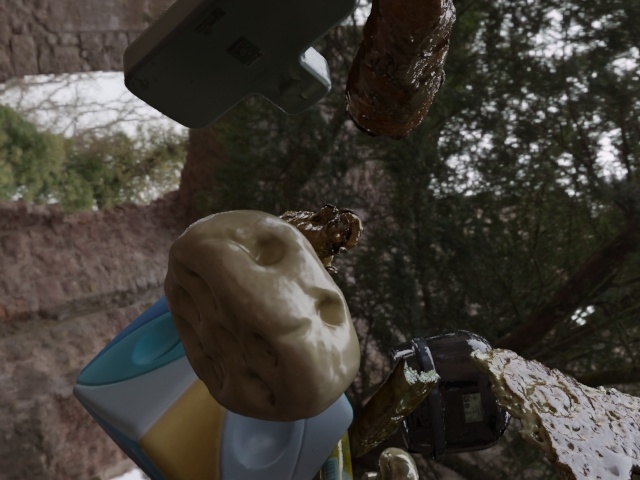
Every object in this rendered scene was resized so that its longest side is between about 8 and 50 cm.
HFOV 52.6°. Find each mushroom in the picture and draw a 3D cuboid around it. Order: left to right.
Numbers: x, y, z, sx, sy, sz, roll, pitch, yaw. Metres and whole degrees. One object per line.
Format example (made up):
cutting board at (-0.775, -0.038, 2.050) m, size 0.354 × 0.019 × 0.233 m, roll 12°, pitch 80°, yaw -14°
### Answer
mushroom at (0.150, 0.532, 1.419) m, size 0.154 × 0.123 × 0.154 m, roll -175°, pitch -90°, yaw -87°

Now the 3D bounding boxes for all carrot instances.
carrot at (0.072, -0.180, 0.575) m, size 0.263 × 0.102 × 0.101 m, roll 92°, pitch -24°, yaw -76°

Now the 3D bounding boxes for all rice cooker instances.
rice cooker at (0.265, 0.313, 1.339) m, size 0.267 × 0.225 × 0.267 m, roll -7°, pitch 90°, yaw -90°

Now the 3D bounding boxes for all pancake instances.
pancake at (0.125, 0.281, 1.111) m, size 0.054 × 0.197 × 0.376 m, roll 49°, pitch -26°, yaw 22°
pancake at (0.243, 0.175, 0.586) m, size 0.244 × 0.266 × 0.057 m, roll 36°, pitch -57°, yaw 21°

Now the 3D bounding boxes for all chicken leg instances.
chicken leg at (-0.003, 0.001, 0.759) m, size 0.207 × 0.101 × 0.085 m, roll -11°, pitch -113°, yaw 63°

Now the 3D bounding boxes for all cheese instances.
cheese at (-0.063, 0.071, 0.638) m, size 0.235 × 0.117 × 0.217 m, roll 22°, pitch -48°, yaw 38°

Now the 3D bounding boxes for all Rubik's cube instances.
Rubik's cube at (-0.197, 0.302, 1.215) m, size 0.352 × 0.347 × 0.352 m, roll 7°, pitch -45°, yaw 54°

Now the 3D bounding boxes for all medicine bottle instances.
medicine bottle at (0.026, 0.407, 1.265) m, size 0.218 × 0.074 × 0.073 m, roll -95°, pitch -168°, yaw -58°

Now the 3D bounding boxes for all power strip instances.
power strip at (-0.069, -0.214, 0.720) m, size 0.265 × 0.194 × 0.059 m, roll -31°, pitch -130°, yaw 26°
